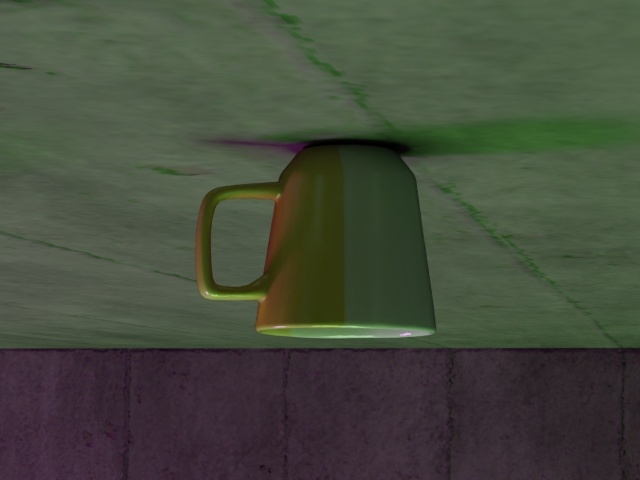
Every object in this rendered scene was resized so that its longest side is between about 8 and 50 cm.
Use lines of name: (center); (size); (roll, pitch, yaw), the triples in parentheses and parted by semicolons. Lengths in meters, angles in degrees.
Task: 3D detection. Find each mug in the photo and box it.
mug: (0.004, 0.000, 0.540); (0.062, 0.064, 0.078); (-4, 172, 42)
